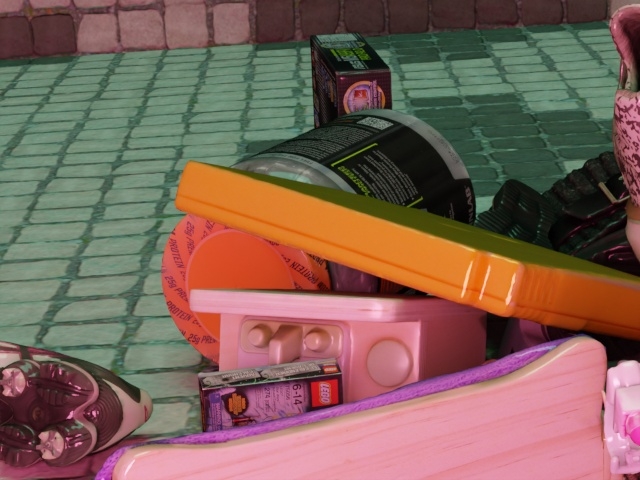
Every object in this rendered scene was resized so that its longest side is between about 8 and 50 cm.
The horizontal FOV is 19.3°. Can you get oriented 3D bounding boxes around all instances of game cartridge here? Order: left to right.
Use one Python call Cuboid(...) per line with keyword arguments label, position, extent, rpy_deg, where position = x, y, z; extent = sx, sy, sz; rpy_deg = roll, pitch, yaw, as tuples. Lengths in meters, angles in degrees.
Cuboid(label="game cartridge", position=(0.094, 0.013, 1.413), extent=(0.285, 0.053, 0.323), rpy_deg=(18, 6, 35))

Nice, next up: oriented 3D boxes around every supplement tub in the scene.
Cuboid(label="supplement tub", position=(0.000, 0.000, 1.709), extent=(0.193, 0.194, 0.316), rpy_deg=(4, 16, 27))

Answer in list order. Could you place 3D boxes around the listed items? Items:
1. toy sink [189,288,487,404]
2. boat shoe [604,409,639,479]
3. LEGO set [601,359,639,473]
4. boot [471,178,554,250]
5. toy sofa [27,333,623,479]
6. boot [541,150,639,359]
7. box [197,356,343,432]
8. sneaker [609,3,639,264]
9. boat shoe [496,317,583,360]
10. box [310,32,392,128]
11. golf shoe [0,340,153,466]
Cuboid(label="toy sink", position=(0.015, 0.103, 1.355), extent=(0.152, 0.131, 0.234), rpy_deg=(2, -1, 20))
Cuboid(label="boat shoe", position=(0.263, 0.147, 1.275), extent=(0.130, 0.132, 0.355), rpy_deg=(-25, 10, 25))
Cuboid(label="LEGO set", position=(0.306, 0.110, 1.066), extent=(0.287, 0.132, 0.107), rpy_deg=(-13, 53, 4))
Cuboid(label="boot", position=(0.146, 0.038, 1.696), extent=(0.077, 0.137, 0.198), rpy_deg=(35, 25, 6))
Cuboid(label="toy sofa", position=(0.005, 0.155, 1.150), extent=(0.362, 0.177, 0.150), rpy_deg=(-12, 17, -27))
Cuboid(label="boot", position=(0.355, -0.017, 1.723), extent=(0.348, 0.131, 0.260), rpy_deg=(-14, 14, 6))
Cuboid(label="box", position=(-0.030, 0.149, 1.254), extent=(0.094, 0.137, 0.027), rpy_deg=(-7, 23, -9))
Cuboid(label="sneaker", position=(0.311, -0.134, 1.589), extent=(0.158, 0.182, 0.410), rpy_deg=(-21, 19, 17))
Cuboid(label="boat shoe", position=(0.191, 0.097, 1.537), extent=(0.076, 0.080, 0.228), rpy_deg=(18, 10, -2))
Cuboid(label="box", position=(0.034, -0.100, 2.041), extent=(0.060, 0.216, 0.270), rpy_deg=(-3, 15, -5))
Cuboid(label="golf shoe", position=(-0.267, 0.127, 1.523), extent=(0.272, 0.105, 0.120), rpy_deg=(12, 5, 29))
